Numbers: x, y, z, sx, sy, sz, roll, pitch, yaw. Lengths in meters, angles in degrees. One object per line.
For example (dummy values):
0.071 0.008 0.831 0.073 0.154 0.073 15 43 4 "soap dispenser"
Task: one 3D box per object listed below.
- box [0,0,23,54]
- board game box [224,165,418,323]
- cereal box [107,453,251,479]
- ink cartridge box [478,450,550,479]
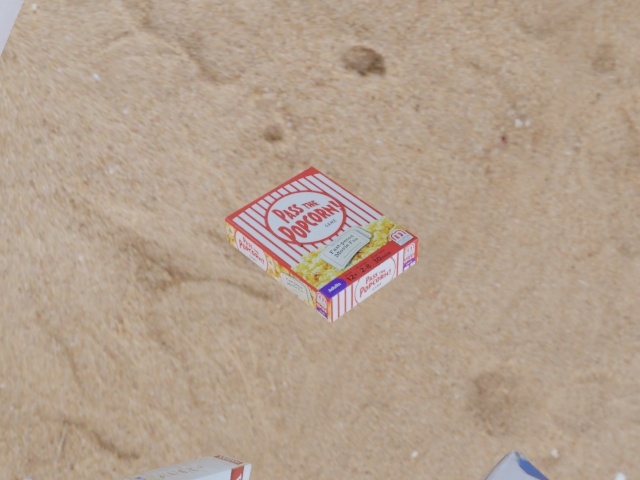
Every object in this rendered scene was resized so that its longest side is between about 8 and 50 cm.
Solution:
-0.183 -0.099 0.287 0.119 0.182 0.181 40 115 19 "box"
0.000 0.000 1.267 0.147 0.193 0.045 -34 142 -29 "board game box"
-0.150 0.297 0.952 0.240 0.047 0.173 8 93 -65 "cereal box"
0.000 0.326 0.565 0.151 0.270 0.395 45 130 10 "ink cartridge box"
